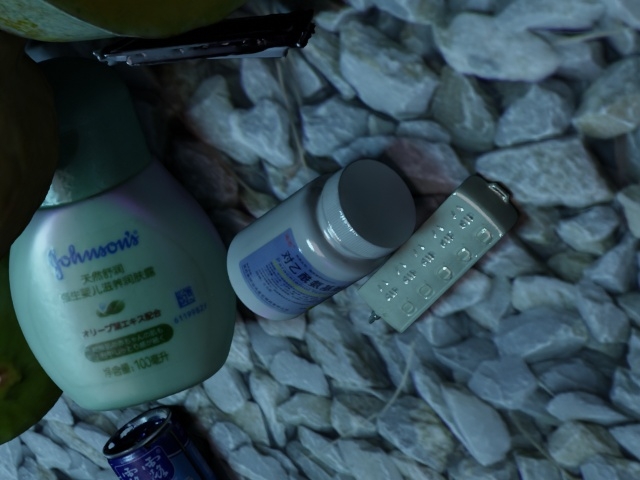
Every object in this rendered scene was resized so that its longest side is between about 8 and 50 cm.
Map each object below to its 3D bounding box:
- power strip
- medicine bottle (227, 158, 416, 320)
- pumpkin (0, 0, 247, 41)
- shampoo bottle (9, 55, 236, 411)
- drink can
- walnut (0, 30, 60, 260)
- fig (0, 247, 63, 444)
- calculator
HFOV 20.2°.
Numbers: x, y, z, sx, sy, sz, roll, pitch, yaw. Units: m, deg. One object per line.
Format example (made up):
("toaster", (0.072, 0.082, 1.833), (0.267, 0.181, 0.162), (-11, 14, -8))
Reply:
("power strip", (0.100, 0.022, 1.678), (0.060, 0.027, 0.253), (43, 139, 1))
("medicine bottle", (0.000, 0.000, 1.682), (0.103, 0.103, 0.186), (50, 139, -7))
("pumpkin", (-0.191, -0.312, 1.433), (0.199, 0.332, 0.332), (-7, 119, 57))
("shampoo bottle", (-0.219, -0.015, 1.790), (0.221, 0.151, 0.350), (-15, 110, 6))
("drink can", (-0.150, 0.311, 2.068), (0.097, 0.097, 0.235), (-15, 114, 44))
("walnut", (-0.409, -0.106, 1.587), (0.383, 0.383, 0.384), (21, 134, 24))
("fig", (-0.422, 0.079, 1.961), (0.316, 0.316, 0.316), (21, 134, 24))
("calculator", (-0.088, -0.168, 1.476), (0.165, 0.274, 0.028), (-4, 101, 2))
